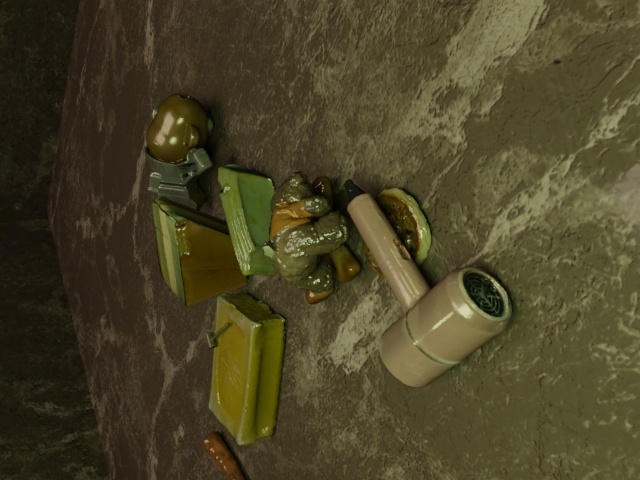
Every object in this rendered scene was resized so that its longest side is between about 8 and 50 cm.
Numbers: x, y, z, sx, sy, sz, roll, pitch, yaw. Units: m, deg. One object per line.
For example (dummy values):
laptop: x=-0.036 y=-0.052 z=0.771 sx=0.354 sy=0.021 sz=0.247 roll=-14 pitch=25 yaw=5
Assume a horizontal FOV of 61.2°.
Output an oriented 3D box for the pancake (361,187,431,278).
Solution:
pancake: x=0.119 y=-0.009 z=0.897 sx=0.158 sy=0.028 sz=0.158 roll=13 pitch=106 yaw=52

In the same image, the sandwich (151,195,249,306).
sandwich: x=-0.266 y=0.001 z=1.266 sx=0.155 sy=0.198 sz=0.227 roll=34 pitch=133 yaw=45

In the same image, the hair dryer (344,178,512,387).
hair dryer: x=0.121 y=0.028 z=0.818 sx=0.189 sy=0.106 sz=0.344 roll=-53 pitch=56 yaw=41

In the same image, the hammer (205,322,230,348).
hammer: x=-0.235 y=0.216 z=1.259 sx=0.110 sy=0.019 sz=0.036 roll=-42 pitch=60 yaw=41

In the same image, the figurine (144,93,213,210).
figurine: x=-0.370 y=-0.241 z=1.414 sx=0.342 sy=0.167 sz=0.285 roll=28 pitch=126 yaw=26

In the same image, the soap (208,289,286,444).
soap: x=-0.178 y=0.296 z=1.273 sx=0.199 sy=0.091 sz=0.315 roll=28 pitch=115 yaw=50

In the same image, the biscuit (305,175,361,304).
biscuit: x=0.000 y=0.001 z=1.040 sx=0.164 sy=0.047 sz=0.208 roll=-41 pitch=61 yaw=48

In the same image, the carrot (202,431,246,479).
carrot: x=-0.235 y=0.593 z=1.410 sx=0.224 sy=0.057 sz=0.057 roll=37 pitch=122 yaw=41

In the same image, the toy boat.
toy boat: x=-0.148 y=-0.061 z=1.178 sx=0.084 sy=0.111 sz=0.276 roll=-37 pitch=61 yaw=43

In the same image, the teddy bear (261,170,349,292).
teddy bear: x=-0.035 y=-0.023 z=0.944 sx=0.177 sy=0.140 sz=0.190 roll=104 pitch=163 yaw=-47
